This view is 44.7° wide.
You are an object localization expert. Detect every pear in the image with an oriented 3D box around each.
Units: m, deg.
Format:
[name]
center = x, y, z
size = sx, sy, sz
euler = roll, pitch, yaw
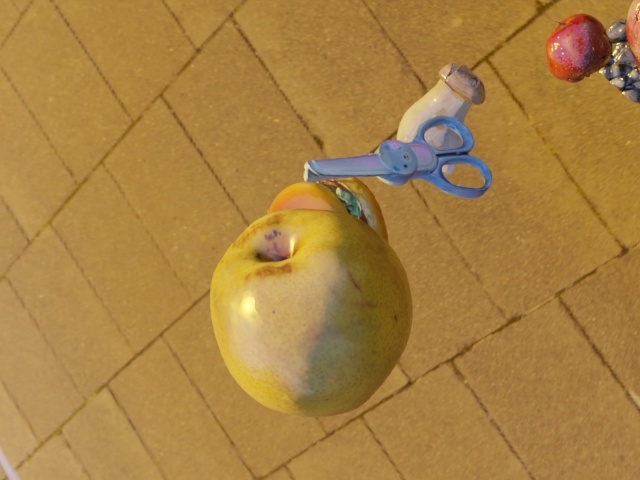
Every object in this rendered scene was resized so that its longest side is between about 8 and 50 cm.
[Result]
[pear]
center = -0.007, 0.077, 0.776
size = 0.209, 0.209, 0.208
euler = 7, 105, 27

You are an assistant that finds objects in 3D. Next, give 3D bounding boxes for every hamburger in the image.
[hamburger]
center = -0.001, -0.001, 1.405
size = 0.246, 0.170, 0.246
euler = 28, 125, 49

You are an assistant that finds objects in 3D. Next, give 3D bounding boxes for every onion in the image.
[onion]
center = 0.620, -0.370, 1.392
size = 0.159, 0.159, 0.194
euler = 26, 124, 21

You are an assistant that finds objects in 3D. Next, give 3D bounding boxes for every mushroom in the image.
[mushroom]
center = 0.190, -0.196, 1.241
size = 0.116, 0.093, 0.225
euler = 28, 141, 11

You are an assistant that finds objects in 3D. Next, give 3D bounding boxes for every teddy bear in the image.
[teddy bear]
center = 0.627, -0.422, 1.540
size = 0.171, 0.144, 0.251
euler = 34, 121, 19

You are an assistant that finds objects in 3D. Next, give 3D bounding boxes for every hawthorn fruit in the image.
[hawthorn fruit]
center = 0.339, -0.258, 1.038
size = 0.093, 0.093, 0.093
euler = 7, 105, 27

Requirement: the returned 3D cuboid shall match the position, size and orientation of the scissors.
[scissors]
center = 0.096, -0.096, 0.969
size = 0.125, 0.256, 0.030
euler = 67, 151, 25
